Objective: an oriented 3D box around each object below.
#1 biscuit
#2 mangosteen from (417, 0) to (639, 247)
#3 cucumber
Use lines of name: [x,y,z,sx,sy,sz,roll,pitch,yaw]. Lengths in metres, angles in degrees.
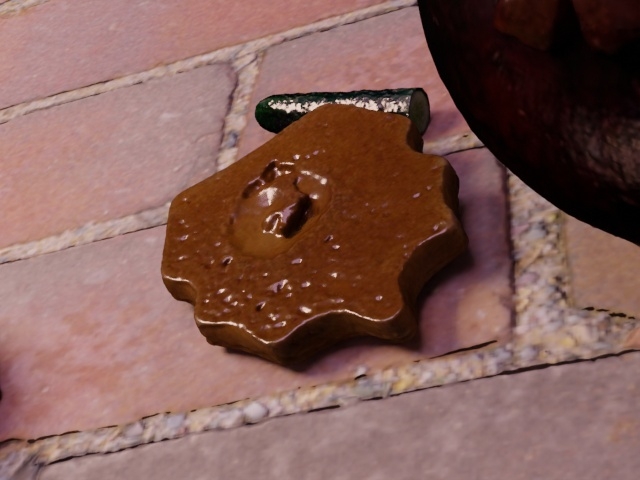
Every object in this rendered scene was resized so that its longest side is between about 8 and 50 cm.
biscuit: [0.001,0.002,0.790,0.182,0.034,0.215,-33,38,-5]
mangosteen: [0.212,-0.147,0.660,0.307,0.307,0.347,8,16,38]
cucumber: [0.008,-0.085,0.901,0.133,0.032,0.032,2,44,32]
